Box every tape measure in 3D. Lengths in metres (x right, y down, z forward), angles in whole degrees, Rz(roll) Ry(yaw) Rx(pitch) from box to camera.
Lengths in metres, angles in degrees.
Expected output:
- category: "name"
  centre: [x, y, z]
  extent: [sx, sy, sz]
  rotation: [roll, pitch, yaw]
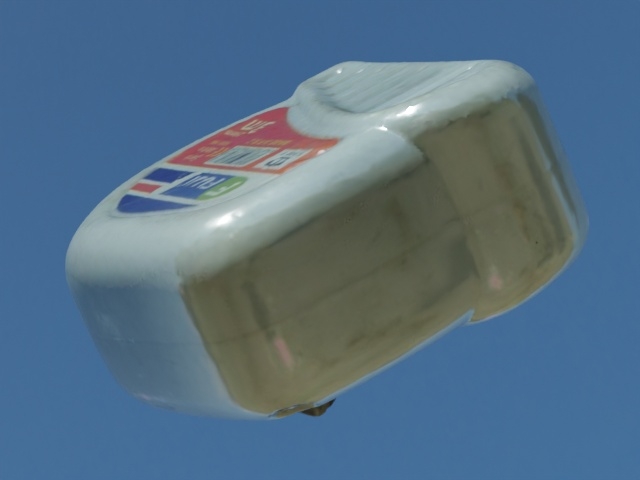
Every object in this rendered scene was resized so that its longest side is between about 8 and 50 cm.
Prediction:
- category: "tape measure"
  centre: [0.001, -0.001, 0.846]
  extent: [0.246, 0.243, 0.125]
  rotation: [-30, -76, -18]
